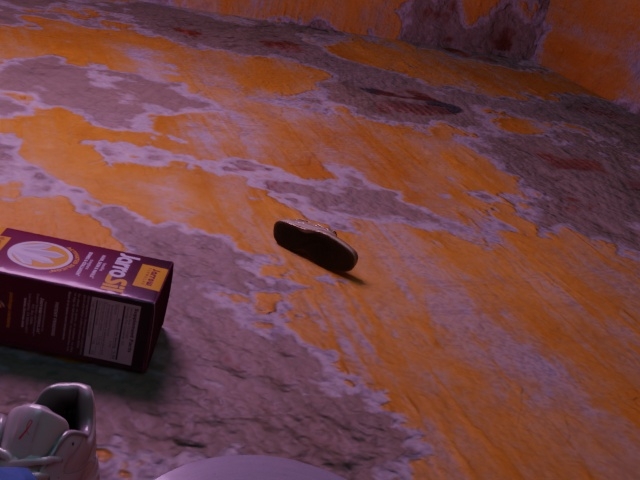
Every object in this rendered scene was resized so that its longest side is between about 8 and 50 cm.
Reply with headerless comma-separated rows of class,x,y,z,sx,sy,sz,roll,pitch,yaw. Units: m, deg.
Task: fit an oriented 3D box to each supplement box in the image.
supplement box,-0.252,0.057,0.931,0.188,0.080,0.104,12,22,-3

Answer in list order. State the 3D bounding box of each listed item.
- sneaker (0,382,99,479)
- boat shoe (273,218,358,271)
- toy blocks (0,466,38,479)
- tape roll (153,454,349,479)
sneaker,-0.213,0.172,0.632,0.090,0.115,0.232,12,22,-2
boat shoe,0.000,0.000,1.242,0.135,0.050,0.045,27,32,30
toy blocks,-0.140,0.228,0.411,0.381,0.190,0.261,37,1,25
tape roll,-0.036,0.240,0.626,0.219,0.072,0.219,11,22,-4
